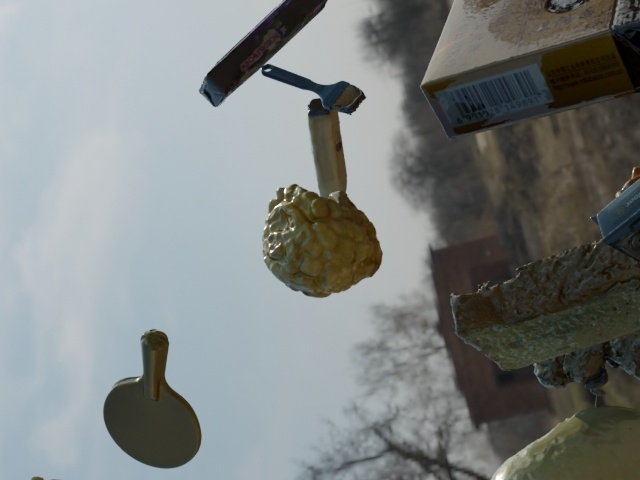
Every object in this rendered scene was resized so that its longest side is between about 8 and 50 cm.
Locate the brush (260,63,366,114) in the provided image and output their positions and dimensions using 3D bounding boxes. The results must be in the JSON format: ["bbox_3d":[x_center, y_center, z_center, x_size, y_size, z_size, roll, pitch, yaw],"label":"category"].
[{"bbox_3d":[-0.014,-0.214,1.637,0.051,0.164,0.014,-52,-29,-30],"label":"brush"}]

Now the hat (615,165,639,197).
[{"bbox_3d":[0.508,-0.028,1.644,0.233,0.244,0.233,-23,-86,-56],"label":"hat"}]

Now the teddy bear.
[{"bbox_3d":[0.504,0.144,1.958,0.267,0.256,0.156,-51,-41,-22],"label":"teddy bear"}]

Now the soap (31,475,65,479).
[{"bbox_3d":[-0.339,0.388,1.692,0.252,0.092,0.037,82,-164,-65],"label":"soap"}]

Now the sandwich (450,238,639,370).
[{"bbox_3d":[0.316,0.087,1.512,0.226,0.251,0.087,33,-139,-61],"label":"sandwich"}]

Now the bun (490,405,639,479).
[{"bbox_3d":[0.335,0.378,1.430,0.213,0.361,0.361,151,106,-79],"label":"bun"}]

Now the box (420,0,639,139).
[{"bbox_3d":[0.373,-0.306,1.697,0.116,0.415,0.264,57,-142,-29],"label":"box"}]

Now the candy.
[{"bbox_3d":[-0.102,-0.372,2.207,0.061,0.312,0.088,43,161,-1],"label":"candy"}]

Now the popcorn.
[{"bbox_3d":[0.000,0.000,1.643,0.180,0.170,0.180,41,162,17],"label":"popcorn"}]

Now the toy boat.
[{"bbox_3d":[0.408,-0.057,1.261,0.093,0.246,0.103,23,-144,-45],"label":"toy boat"}]

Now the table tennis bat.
[{"bbox_3d":[-0.309,0.298,2.179,0.050,0.198,0.321,-55,-23,-53],"label":"table tennis bat"}]

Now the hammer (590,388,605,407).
[{"bbox_3d":[0.528,0.335,2.280,0.014,0.029,0.123,-42,-40,-51],"label":"hammer"}]

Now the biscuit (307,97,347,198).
[{"bbox_3d":[0.011,-0.140,1.913,0.056,0.052,0.188,-84,-13,-52],"label":"biscuit"}]
